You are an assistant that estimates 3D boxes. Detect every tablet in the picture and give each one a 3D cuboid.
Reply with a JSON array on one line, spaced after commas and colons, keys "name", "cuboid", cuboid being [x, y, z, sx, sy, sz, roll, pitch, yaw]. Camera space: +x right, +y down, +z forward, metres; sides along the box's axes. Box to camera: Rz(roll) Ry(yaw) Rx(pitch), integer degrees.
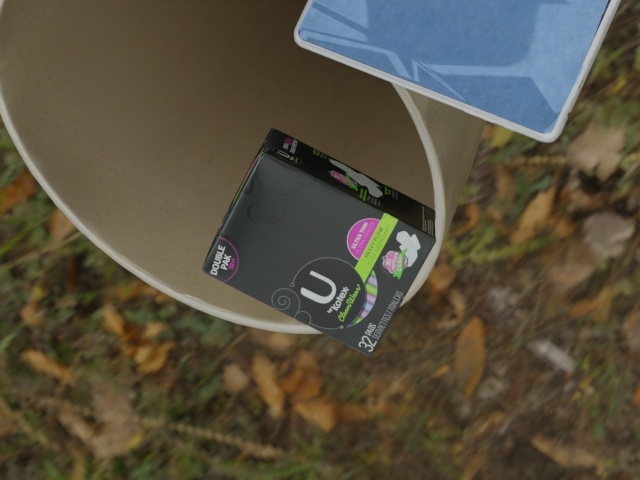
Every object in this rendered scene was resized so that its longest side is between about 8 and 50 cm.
[{"name": "tablet", "cuboid": [0.039, -0.066, 0.518, 0.083, 0.006, 0.054, 23, 83, 17]}]

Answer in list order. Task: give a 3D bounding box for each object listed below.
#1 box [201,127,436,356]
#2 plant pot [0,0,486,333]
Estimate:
[{"name": "box", "cuboid": [0.000, 0.000, 0.790, 0.083, 0.052, 0.062, 27, 105, -4]}, {"name": "plant pot", "cuboid": [0.002, -0.135, 0.990, 0.256, 0.274, 0.256, 19, 139, 18]}]
